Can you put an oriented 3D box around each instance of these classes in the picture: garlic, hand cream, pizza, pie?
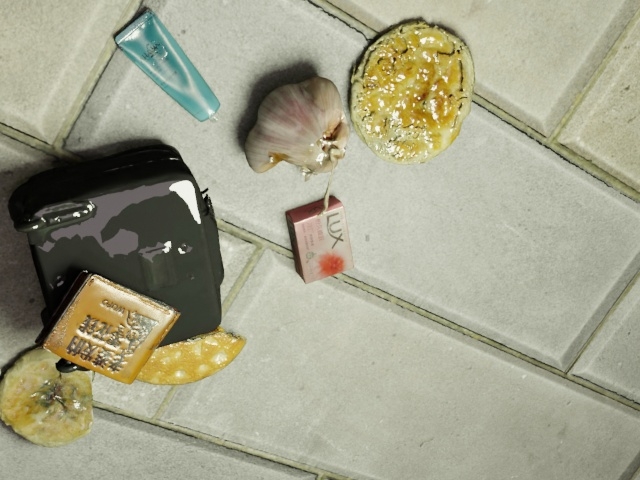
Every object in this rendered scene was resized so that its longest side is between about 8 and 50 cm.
[{"bbox_3d":[-0.012,-0.151,1.731,0.207,0.256,0.207,-21,166,-6],"label":"garlic"},{"bbox_3d":[-0.246,-0.285,1.656,0.083,0.048,0.224,-40,119,5],"label":"hand cream"},{"bbox_3d":[-0.265,0.224,1.905,0.246,0.058,0.127,-22,124,-8],"label":"pizza"},{"bbox_3d":[0.177,-0.273,1.824,0.274,0.055,0.274,-8,114,-20],"label":"pie"},{"bbox_3d":[-0.519,0.296,1.845,0.185,0.052,0.218,-5,116,-14],"label":"pie"}]

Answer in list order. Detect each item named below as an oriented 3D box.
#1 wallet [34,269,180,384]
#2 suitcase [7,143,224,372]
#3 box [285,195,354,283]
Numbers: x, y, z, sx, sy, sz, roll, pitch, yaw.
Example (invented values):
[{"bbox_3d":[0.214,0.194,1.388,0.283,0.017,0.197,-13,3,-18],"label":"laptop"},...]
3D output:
[{"bbox_3d":[-0.353,0.149,1.626,0.195,0.042,0.161,32,98,-35],"label":"wallet"},{"bbox_3d":[-0.338,0.028,1.693,0.339,0.188,0.345,-14,119,-13],"label":"suitcase"},{"bbox_3d":[0.000,0.000,1.894,0.111,0.060,0.156,-20,123,-13],"label":"box"}]
